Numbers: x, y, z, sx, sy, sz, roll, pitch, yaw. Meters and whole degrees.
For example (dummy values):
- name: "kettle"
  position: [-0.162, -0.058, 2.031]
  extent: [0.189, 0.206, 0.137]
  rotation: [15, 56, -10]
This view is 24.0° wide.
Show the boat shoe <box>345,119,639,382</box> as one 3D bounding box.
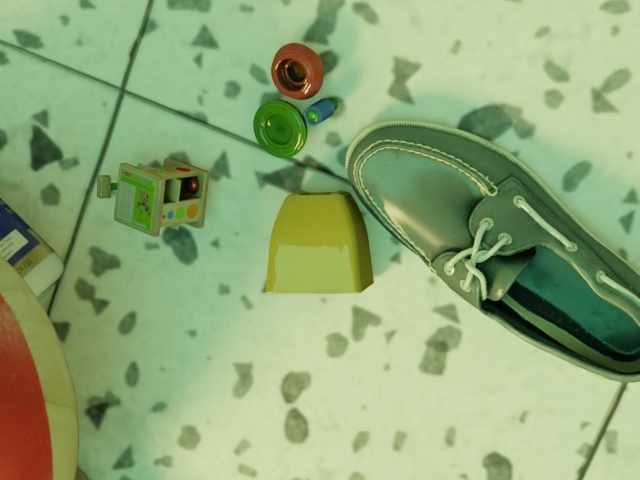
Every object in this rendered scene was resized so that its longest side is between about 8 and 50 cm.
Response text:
- name: "boat shoe"
  position: [0.156, 0.009, 1.241]
  extent: [0.319, 0.099, 0.116]
  rotation: [35, 108, -1]

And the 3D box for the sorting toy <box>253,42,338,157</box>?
- name: "sorting toy"
  position: [-0.016, -0.119, 1.272]
  extent: [0.061, 0.042, 0.102]
  rotation: [27, 121, 18]

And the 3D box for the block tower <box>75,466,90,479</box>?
- name: "block tower"
  position: [-0.214, 0.312, 1.394]
  extent: [0.091, 0.097, 0.335]
  rotation: [-38, 98, 17]

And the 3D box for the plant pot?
- name: "plant pot"
  position: [0.000, 0.000, 1.279]
  extent: [0.081, 0.081, 0.083]
  rotation: [0, 95, 10]

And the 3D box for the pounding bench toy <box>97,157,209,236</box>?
- name: "pounding bench toy"
  position: [-0.145, -0.043, 1.303]
  extent: [0.083, 0.065, 0.052]
  rotation: [21, 111, 37]

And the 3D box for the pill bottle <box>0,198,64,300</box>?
- name: "pill bottle"
  position: [-0.364, -0.015, 1.298]
  extent: [0.265, 0.153, 0.153]
  rotation: [45, 108, -4]

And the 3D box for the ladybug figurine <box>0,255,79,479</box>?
- name: "ladybug figurine"
  position: [-0.355, 0.172, 1.203]
  extent: [0.305, 0.162, 0.449]
  rotation: [19, 125, 4]
